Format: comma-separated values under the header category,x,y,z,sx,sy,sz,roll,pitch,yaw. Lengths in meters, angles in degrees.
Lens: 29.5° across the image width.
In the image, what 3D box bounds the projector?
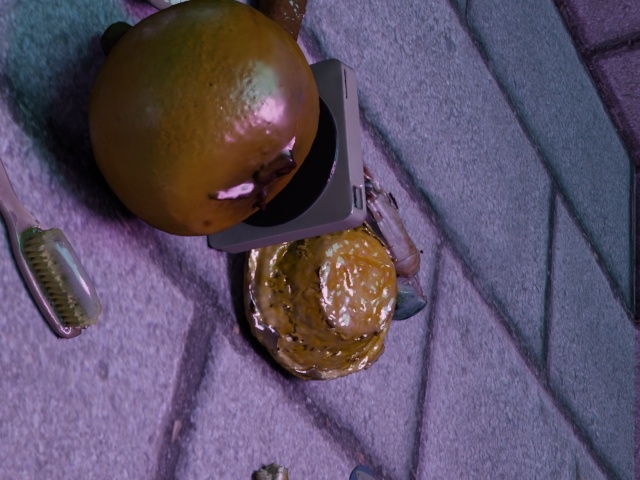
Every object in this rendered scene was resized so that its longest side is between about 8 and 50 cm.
category,x,y,z,sx,sy,sz,roll,pitch,yaw
projector,-0.056,-0.125,1.867,0.079,0.259,0.257,22,60,-58

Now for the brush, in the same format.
category,x,y,z,sx,sy,sz,roll,pitch,yaw
brush,-0.352,-0.019,1.495,0.313,0.067,0.072,64,32,-19

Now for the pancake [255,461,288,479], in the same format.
category,x,y,z,sx,sy,sz,roll,pitch,yaw
pancake,-0.003,0.498,1.937,0.376,0.054,0.197,60,32,-32

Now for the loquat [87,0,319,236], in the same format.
category,x,y,z,sx,sy,sz,roll,pitch,yaw
loquat,-0.174,-0.183,1.658,0.359,0.328,0.328,43,19,23

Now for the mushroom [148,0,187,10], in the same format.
category,x,y,z,sx,sy,sz,roll,pitch,yaw
mushroom,-0.181,-0.438,1.915,0.128,0.128,0.350,70,25,-14

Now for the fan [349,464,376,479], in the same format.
category,x,y,z,sx,sy,sz,roll,pitch,yaw
fan,0.094,0.470,2.172,0.175,0.005,0.113,45,42,-45

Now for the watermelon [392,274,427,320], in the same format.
category,x,y,z,sx,sy,sz,roll,pitch,yaw
watermelon,0.159,0.081,2.386,0.187,0.071,0.139,26,53,-55

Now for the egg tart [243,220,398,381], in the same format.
category,x,y,z,sx,sy,sz,roll,pitch,yaw
egg tart,0.021,0.074,1.985,0.341,0.132,0.341,3,86,-44

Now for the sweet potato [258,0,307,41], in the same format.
category,x,y,z,sx,sy,sz,roll,pitch,yaw
sweet potato,-0.073,-0.431,2.135,0.114,0.092,0.341,22,58,-38

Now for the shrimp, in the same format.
category,x,y,z,sx,sy,sz,roll,pitch,yaw
shrimp,0.099,-0.066,2.261,0.360,0.085,0.247,54,8,-50
